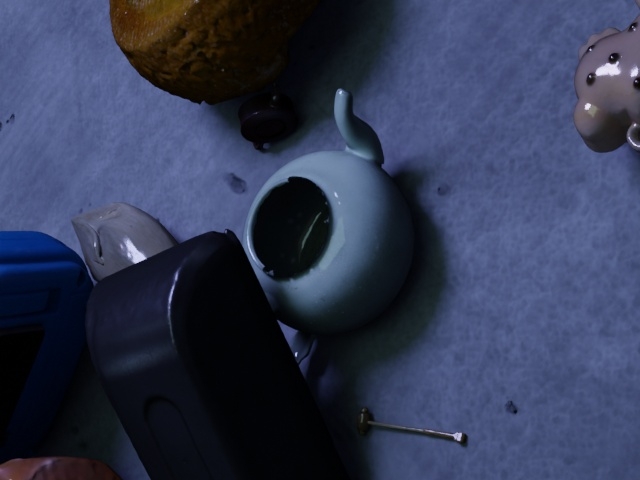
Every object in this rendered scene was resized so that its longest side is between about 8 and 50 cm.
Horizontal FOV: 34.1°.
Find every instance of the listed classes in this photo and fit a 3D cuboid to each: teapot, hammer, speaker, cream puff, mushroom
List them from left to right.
[{"bbox_3d":[-0.217,0.027,1.256,0.247,0.096,0.108,34,89,36],"label":"mushroom"},{"bbox_3d":[-0.107,0.206,0.992,0.180,0.184,0.388,-22,96,30],"label":"speaker"},{"bbox_3d":[-0.106,-0.301,1.199,0.303,0.212,0.303,-18,65,45],"label":"cream puff"},{"bbox_3d":[-0.063,-0.144,1.211,0.100,0.067,0.045,122,142,-53],"label":"teapot"},{"bbox_3d":[0.000,0.000,1.079,0.193,0.129,0.294,25,92,40],"label":"teapot"},{"bbox_3d":[0.088,0.187,1.034,0.122,0.014,0.029,3,87,35],"label":"hammer"}]

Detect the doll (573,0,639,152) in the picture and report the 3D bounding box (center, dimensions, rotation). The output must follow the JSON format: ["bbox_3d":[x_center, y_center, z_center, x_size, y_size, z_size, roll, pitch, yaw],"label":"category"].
[{"bbox_3d":[0.323,-0.199,0.917,0.154,0.119,0.278,22,81,38],"label":"doll"}]

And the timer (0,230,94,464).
[{"bbox_3d":[-0.406,0.156,1.218,0.115,0.309,0.340,28,101,20],"label":"timer"}]

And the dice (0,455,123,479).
[{"bbox_3d":[-0.324,0.355,1.194,0.179,0.174,0.175,-31,61,31],"label":"dice"}]
